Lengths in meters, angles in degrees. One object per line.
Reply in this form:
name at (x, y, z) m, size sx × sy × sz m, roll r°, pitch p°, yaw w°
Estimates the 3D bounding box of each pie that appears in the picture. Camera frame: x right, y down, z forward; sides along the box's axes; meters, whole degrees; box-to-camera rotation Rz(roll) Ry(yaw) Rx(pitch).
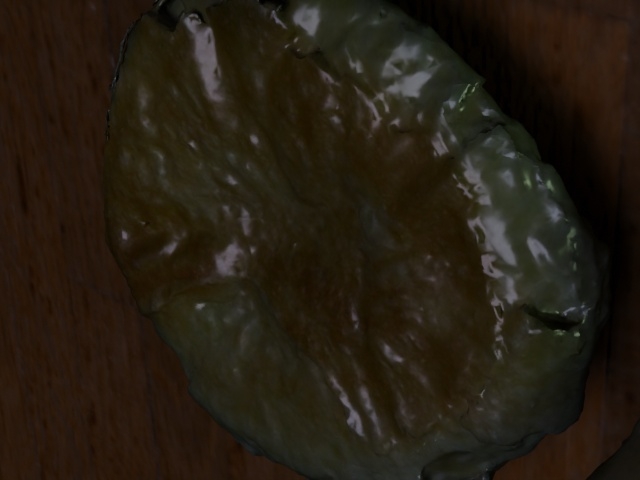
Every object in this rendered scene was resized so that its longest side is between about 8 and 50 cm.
pie at (0.000, 0.000, 0.729) m, size 0.306 × 0.071 × 0.306 m, roll 20°, pitch 123°, yaw 34°

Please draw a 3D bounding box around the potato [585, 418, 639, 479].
potato at (0.193, 0.168, 0.596) m, size 0.178 × 0.160 × 0.235 m, roll -33°, pitch 73°, yaw 10°
